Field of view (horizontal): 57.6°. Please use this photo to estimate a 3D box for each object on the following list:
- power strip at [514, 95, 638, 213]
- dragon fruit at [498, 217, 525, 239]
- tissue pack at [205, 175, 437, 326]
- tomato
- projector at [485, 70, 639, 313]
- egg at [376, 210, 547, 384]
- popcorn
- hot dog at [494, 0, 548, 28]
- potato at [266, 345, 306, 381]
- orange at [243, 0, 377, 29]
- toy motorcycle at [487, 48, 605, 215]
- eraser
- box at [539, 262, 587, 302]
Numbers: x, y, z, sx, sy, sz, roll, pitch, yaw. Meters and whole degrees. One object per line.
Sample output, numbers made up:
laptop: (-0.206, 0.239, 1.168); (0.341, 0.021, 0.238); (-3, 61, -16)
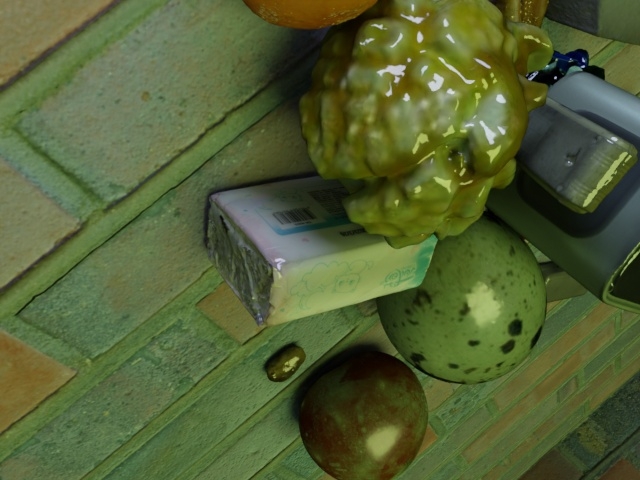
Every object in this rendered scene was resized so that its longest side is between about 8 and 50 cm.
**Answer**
power strip: (0.279, -0.151, 0.777); (0.066, 0.387, 0.092); (25, 113, -20)
dragon fruit: (0.375, -0.050, 1.147); (0.191, 0.094, 0.094); (14, 114, -38)
tissue pack: (0.001, 0.001, 0.806); (0.271, 0.201, 0.124); (-11, 124, -32)
tomato: (0.100, 0.370, 1.182); (0.270, 0.222, 0.270); (-23, 139, -22)
projector: (0.433, -0.068, 0.857); (0.249, 0.249, 0.248); (15, 116, -42)
egg: (0.239, 0.092, 1.003); (0.288, 0.287, 0.379); (-33, 141, -11)
popcorn: (0.115, -0.162, 0.703); (0.279, 0.335, 0.274); (26, 146, -36)
hot dog: (0.281, -0.374, 0.813); (0.083, 0.068, 0.289); (-11, 139, -1)
potato: (-0.062, 0.228, 1.068); (0.083, 0.040, 0.051); (-40, 144, -2)
orange: (-0.008, -0.301, 0.559); (0.194, 0.161, 0.193); (-6, 112, -14)
toy motorcycle: (0.385, -0.165, 1.005); (0.196, 0.125, 0.331); (-19, 130, -21)
eraser: (0.493, -0.370, 0.947); (0.353, 0.111, 0.077); (-6, 125, -35)
box: (0.612, 0.104, 1.486); (0.244, 0.055, 0.103); (-5, 126, -36)
